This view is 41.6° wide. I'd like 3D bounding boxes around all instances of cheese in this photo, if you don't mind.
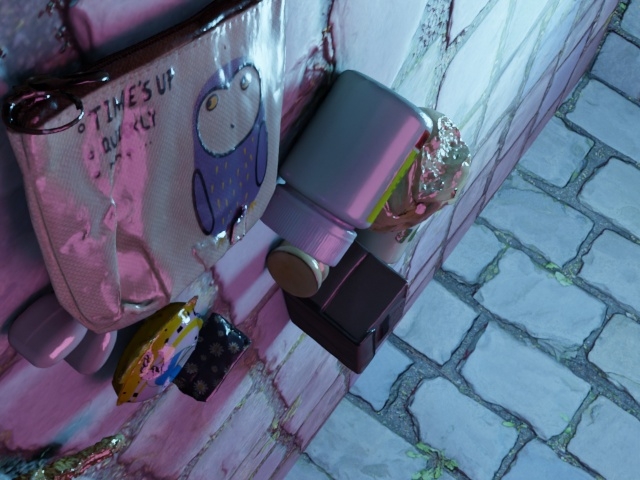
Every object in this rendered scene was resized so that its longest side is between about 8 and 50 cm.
[{"bbox_3d":[-0.188,0.128,1.024,0.157,0.064,0.250,-55,179,4],"label":"cheese"}]

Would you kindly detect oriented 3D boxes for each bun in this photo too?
[{"bbox_3d":[0.150,-0.103,1.368,0.209,0.116,0.237,-10,139,-26],"label":"bun"}]

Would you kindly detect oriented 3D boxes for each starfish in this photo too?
[{"bbox_3d":[-0.349,0.318,0.931,0.299,0.060,0.302,-46,171,-10],"label":"starfish"}]

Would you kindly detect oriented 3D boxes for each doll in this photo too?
[{"bbox_3d":[-0.203,0.051,0.799,0.160,0.059,0.161,-53,165,-3],"label":"doll"}]

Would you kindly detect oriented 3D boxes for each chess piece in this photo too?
[{"bbox_3d":[0.000,0.000,1.308,0.170,0.094,0.094,-50,166,-36],"label":"chess piece"}]

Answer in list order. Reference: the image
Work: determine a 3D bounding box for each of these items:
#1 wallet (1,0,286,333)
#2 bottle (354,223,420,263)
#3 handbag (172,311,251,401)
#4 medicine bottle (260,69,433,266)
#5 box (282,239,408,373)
[{"bbox_3d":[-0.120,-0.070,0.709,0.335,0.068,0.275,-45,151,-44],"label":"wallet"},{"bbox_3d":[0.151,-0.087,1.539,0.253,0.120,0.120,-61,165,25],"label":"bottle"},{"bbox_3d":[-0.166,0.175,1.205,0.115,0.072,0.139,-54,-177,-22],"label":"handbag"},{"bbox_3d":[0.030,-0.092,1.074,0.225,0.139,0.139,-57,166,6],"label":"medicine bottle"},{"bbox_3d":[0.046,0.110,1.523,0.153,0.188,0.252,-49,163,-13],"label":"box"}]
